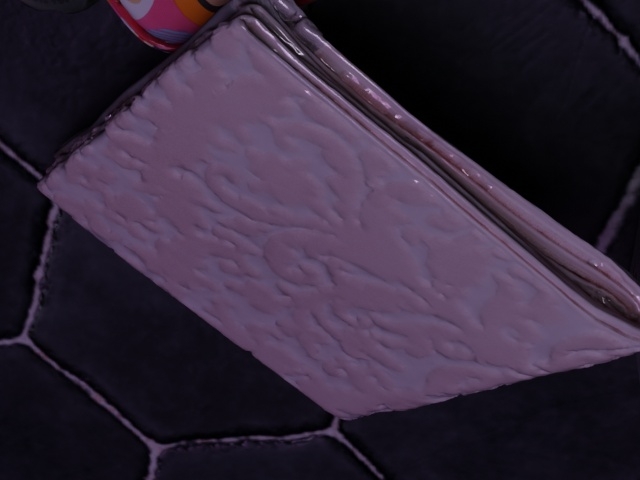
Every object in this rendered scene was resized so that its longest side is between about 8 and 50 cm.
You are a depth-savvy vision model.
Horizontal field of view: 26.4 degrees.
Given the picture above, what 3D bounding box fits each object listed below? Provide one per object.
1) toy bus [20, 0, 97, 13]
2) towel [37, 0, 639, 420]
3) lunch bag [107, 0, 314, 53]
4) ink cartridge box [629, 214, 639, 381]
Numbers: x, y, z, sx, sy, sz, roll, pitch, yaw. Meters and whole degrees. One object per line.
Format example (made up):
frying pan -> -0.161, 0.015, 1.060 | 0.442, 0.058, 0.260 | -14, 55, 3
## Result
toy bus -> -0.101, -0.236, 0.625 | 0.220, 0.149, 0.211 | -18, 120, 26
towel -> 0.000, 0.000, 0.883 | 0.317, 0.053, 0.332 | 39, 151, -17
lunch bag -> -0.091, -0.254, 0.771 | 0.258, 0.120, 0.293 | -22, 118, 22
ink cartridge box -> 0.306, -0.021, 0.820 | 0.197, 0.198, 0.270 | 4, 123, 5
